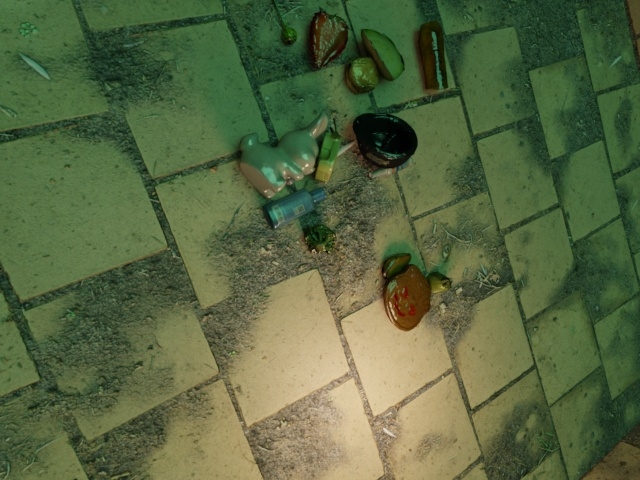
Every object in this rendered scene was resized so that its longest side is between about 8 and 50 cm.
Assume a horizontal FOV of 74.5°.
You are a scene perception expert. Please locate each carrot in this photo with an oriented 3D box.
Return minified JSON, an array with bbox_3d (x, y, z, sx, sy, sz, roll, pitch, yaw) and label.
[{"bbox_3d":[0.512,-0.831,1.915,0.114,0.114,0.302,-13,99,-24],"label":"carrot"}]

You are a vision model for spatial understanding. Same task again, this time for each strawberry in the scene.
[{"bbox_3d":[0.030,-0.796,1.701,0.174,0.098,0.228,3,92,-23],"label":"strawberry"}]

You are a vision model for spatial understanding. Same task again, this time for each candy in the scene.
[{"bbox_3d":[-0.149,-0.862,1.650,0.194,0.058,0.062,64,27,-2],"label":"candy"}]

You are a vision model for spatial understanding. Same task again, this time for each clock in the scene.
[{"bbox_3d":[0.035,-0.358,1.667,0.069,0.170,0.232,14,77,-3],"label":"clock"}]

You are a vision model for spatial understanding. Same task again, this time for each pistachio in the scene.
[{"bbox_3d":[0.325,0.102,1.852,0.172,0.049,0.090,-35,128,-23],"label":"pistachio"}]

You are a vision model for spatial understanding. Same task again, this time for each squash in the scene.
[{"bbox_3d":[0.282,-0.806,1.786,0.155,0.204,0.237,-33,103,2],"label":"squash"},{"bbox_3d":[0.559,0.196,1.911,0.105,0.132,0.105,1,88,-23],"label":"squash"}]

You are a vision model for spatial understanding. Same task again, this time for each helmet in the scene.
[{"bbox_3d":[0.256,-0.401,1.760,0.278,0.160,0.231,21,61,5],"label":"helmet"}]

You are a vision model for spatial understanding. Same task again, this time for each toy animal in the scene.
[{"bbox_3d":[-0.123,-0.339,1.575,0.367,0.196,0.241,-35,102,-18],"label":"toy animal"}]

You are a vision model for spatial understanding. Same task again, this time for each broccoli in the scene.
[{"bbox_3d":[0.000,0.000,1.667,0.130,0.120,0.132,9,119,-5],"label":"broccoli"}]

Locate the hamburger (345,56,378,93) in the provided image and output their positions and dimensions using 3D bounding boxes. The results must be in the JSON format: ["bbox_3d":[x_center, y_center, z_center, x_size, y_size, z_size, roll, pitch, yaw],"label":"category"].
[{"bbox_3d":[0.172,-0.697,1.772,0.138,0.083,0.147,-19,99,-27],"label":"hamburger"}]

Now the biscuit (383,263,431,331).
[{"bbox_3d":[0.390,0.258,1.863,0.257,0.049,0.273,-34,113,-23],"label":"biscuit"}]

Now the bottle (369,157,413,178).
[{"bbox_3d":[0.305,-0.319,1.843,0.217,0.060,0.060,-24,99,-21],"label":"bottle"}]

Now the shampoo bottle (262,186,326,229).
[{"bbox_3d":[-0.094,-0.139,1.656,0.258,0.061,0.104,-27,100,-22],"label":"shampoo bottle"}]
